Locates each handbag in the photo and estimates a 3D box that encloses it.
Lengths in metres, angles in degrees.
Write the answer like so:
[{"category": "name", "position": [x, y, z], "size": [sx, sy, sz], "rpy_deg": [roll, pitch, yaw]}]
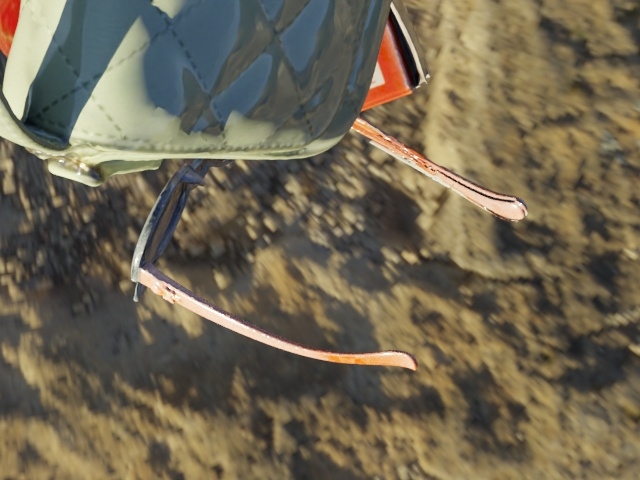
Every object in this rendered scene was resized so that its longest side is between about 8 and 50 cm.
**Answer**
[{"category": "handbag", "position": [-0.039, -0.140, 0.606], "size": [0.079, 0.219, 0.256], "rpy_deg": [20, 106, 28]}]

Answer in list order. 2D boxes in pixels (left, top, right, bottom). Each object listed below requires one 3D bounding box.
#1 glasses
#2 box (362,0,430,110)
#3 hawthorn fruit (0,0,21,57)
[{"category": "glasses", "position": [0.000, 0.000, 1.556], "size": [0.268, 0.118, 0.234], "rpy_deg": [31, 60, 14]}, {"category": "box", "position": [0.044, -0.201, 1.914], "size": [0.099, 0.182, 0.133], "rpy_deg": [-21, 94, 9]}, {"category": "hawthorn fruit", "position": [-0.206, -0.222, 1.794], "size": [0.215, 0.250, 0.215], "rpy_deg": [-6, 108, -20]}]
